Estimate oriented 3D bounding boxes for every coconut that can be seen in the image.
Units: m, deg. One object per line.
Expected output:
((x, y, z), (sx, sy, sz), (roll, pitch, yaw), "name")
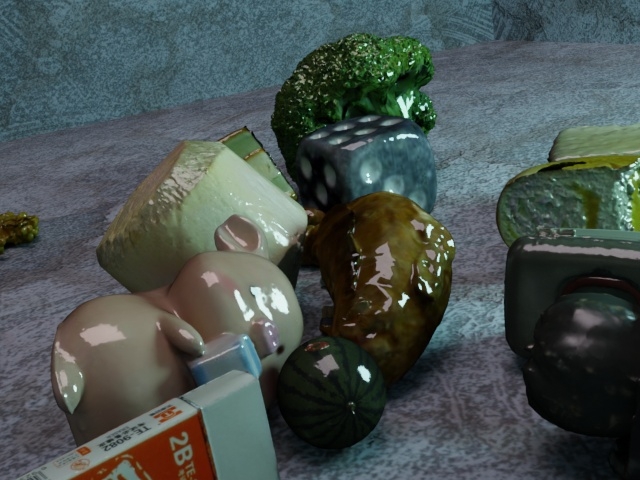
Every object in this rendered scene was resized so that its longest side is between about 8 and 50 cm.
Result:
((-0.136, 0.011, 1.054), (0.239, 0.244, 0.239), (-44, 20, 21), "coconut")

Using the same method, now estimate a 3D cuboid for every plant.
((0.299, 0.116, 0.672), (0.256, 0.164, 0.142), (13, 28, 14), "plant")

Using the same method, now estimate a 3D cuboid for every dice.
((0.075, -0.104, 1.359), (0.182, 0.183, 0.181), (-21, 24, -26), "dice")

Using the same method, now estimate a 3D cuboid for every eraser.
((-0.127, 0.208, 0.574), (0.230, 0.157, 0.038), (-23, 21, -36), "eraser")

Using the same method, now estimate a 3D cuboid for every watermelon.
((0.014, 0.147, 0.765), (0.105, 0.105, 0.133), (-13, 10, -14), "watermelon")

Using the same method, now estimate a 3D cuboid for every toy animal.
((-0.133, 0.104, 0.810), (0.256, 0.195, 0.213), (-18, 13, -17), "toy animal")

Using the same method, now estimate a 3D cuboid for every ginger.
((0.072, 0.035, 0.951), (0.165, 0.172, 0.321), (29, 23, -10), "ginger")
((0.000, 0.000, 1.262), (0.162, 0.073, 0.103), (11, 40, 30), "ginger")

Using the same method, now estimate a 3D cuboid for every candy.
((0.520, -0.103, 1.246), (0.321, 0.135, 0.179), (-3, 20, 19), "candy")

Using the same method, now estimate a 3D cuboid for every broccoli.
((0.068, -0.241, 1.577), (0.321, 0.309, 0.413), (-3, -19, 6), "broccoli")

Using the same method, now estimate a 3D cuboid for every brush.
((0.018, 0.119, 0.991), (0.043, 0.014, 0.170), (-2, 21, 4), "brush")

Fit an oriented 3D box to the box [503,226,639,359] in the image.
((0.306, 0.057, 0.856), (0.210, 0.147, 0.129), (5, 15, 28), "box")

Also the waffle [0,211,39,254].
((-0.664, -0.005, 1.575), (0.232, 0.051, 0.228), (-13, 20, -11), "waffle")

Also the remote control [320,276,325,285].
((0.064, 0.066, 1.104), (0.050, 0.027, 0.184), (-21, 24, -27), "remote control")

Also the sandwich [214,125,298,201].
((-0.170, -0.050, 1.318), (0.198, 0.155, 0.227), (-35, -4, -15), "sandwich")

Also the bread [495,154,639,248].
((0.376, -0.042, 1.123), (0.261, 0.158, 0.156), (-5, 9, 12), "bread")
